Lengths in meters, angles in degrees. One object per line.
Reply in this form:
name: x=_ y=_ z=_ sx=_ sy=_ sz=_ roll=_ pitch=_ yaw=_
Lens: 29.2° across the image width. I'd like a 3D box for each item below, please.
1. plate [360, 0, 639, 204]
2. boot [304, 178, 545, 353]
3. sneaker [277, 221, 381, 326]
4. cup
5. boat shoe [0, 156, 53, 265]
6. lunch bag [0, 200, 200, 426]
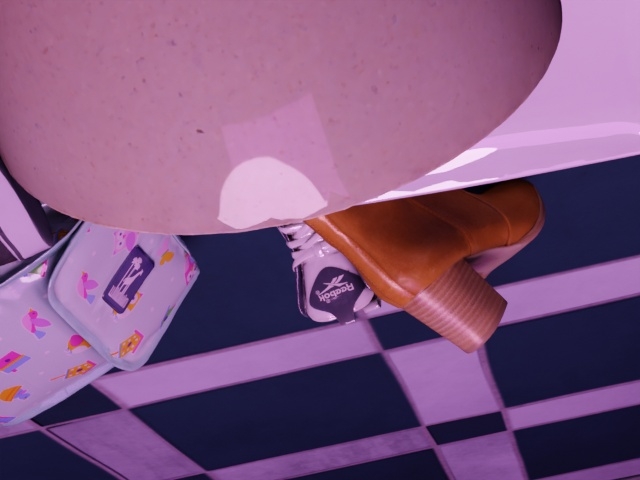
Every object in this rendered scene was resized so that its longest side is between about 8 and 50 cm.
plate: x=0.117 y=-0.117 z=0.859 sx=0.278 sy=0.045 sz=0.277 roll=-10 pitch=155 yaw=7
boot: x=0.097 y=-0.042 z=1.152 sx=0.211 sy=0.295 sz=0.104 roll=42 pitch=123 yaw=-8
sneaker: x=0.000 y=0.000 z=1.168 sx=0.094 sy=0.153 sz=0.235 roll=-19 pitch=152 yaw=17
cup: x=-0.051 y=-0.199 z=0.636 sx=0.331 sy=0.331 sz=0.237 roll=-11 pitch=128 yaw=4
boat shoe: x=-0.307 y=-0.075 z=0.927 sx=0.105 sy=0.113 sz=0.306 roll=-25 pitch=149 yaw=-4
lunch bag: x=-0.259 y=0.039 z=1.165 sx=0.262 sy=0.160 sz=0.223 roll=-27 pitch=148 yaw=3
